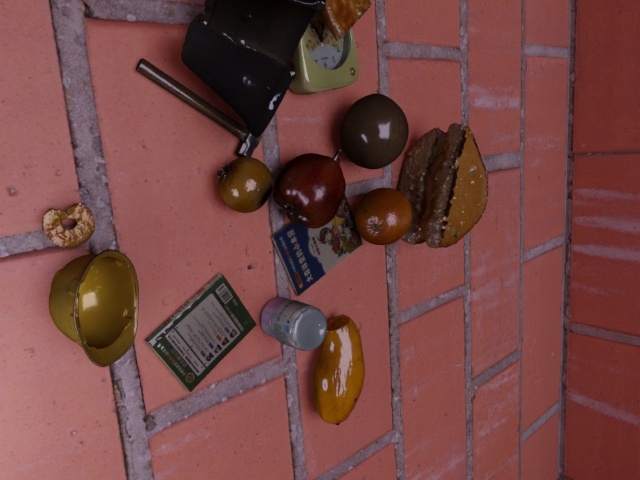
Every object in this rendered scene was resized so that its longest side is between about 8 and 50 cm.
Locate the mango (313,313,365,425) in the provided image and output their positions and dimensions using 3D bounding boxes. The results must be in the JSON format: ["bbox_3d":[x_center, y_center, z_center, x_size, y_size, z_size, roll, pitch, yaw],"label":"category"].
[{"bbox_3d":[0.065,0.423,1.654,0.187,0.144,0.360,14,84,-44],"label":"mango"}]

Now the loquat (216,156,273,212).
[{"bbox_3d":[-0.199,-0.148,1.346,0.163,0.137,0.163,-13,119,-25],"label":"loquat"}]

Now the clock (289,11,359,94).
[{"bbox_3d":[-0.007,-0.595,1.478,0.235,0.096,0.308,-23,111,-36],"label":"clock"}]

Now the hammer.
[{"bbox_3d":[-0.303,-0.341,1.296,0.365,0.043,0.111,30,78,-37],"label":"hammer"}]

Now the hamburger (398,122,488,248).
[{"bbox_3d":[0.448,-0.163,1.822,0.287,0.268,0.446,22,77,-39],"label":"hamburger"}]

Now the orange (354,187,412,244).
[{"bbox_3d":[0.206,-0.078,1.672,0.206,0.206,0.206,-7,101,-40],"label":"orange"}]

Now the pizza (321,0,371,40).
[{"bbox_3d":[0.065,-0.658,1.433,0.193,0.053,0.201,-9,89,-39],"label":"pizza"}]

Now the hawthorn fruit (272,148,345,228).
[{"bbox_3d":[-0.011,-0.165,1.460,0.248,0.208,0.208,-48,124,-15],"label":"hawthorn fruit"}]

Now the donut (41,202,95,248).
[{"bbox_3d":[-0.557,-0.033,1.110,0.108,0.043,0.097,-12,103,-41],"label":"donut"}]

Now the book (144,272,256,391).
[{"bbox_3d":[-0.315,0.248,1.372,0.264,0.027,0.202,-45,124,-28],"label":"book"}]

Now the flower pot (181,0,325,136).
[{"bbox_3d":[-0.181,-0.467,1.222,0.251,0.379,0.380,23,80,-15],"label":"flower pot"}]

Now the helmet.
[{"bbox_3d":[-0.514,0.138,1.110,0.205,0.140,0.257,-46,141,-66],"label":"helmet"}]

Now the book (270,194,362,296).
[{"bbox_3d":[0.000,0.000,1.620,0.322,0.018,0.228,-38,119,-31],"label":"book"}]

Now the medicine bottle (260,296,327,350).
[{"bbox_3d":[-0.082,0.242,1.481,0.135,0.168,0.135,-6,99,-40],"label":"medicine bottle"}]

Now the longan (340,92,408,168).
[{"bbox_3d":[0.175,-0.348,1.593,0.248,0.248,0.248,-7,101,-40],"label":"longan"}]
